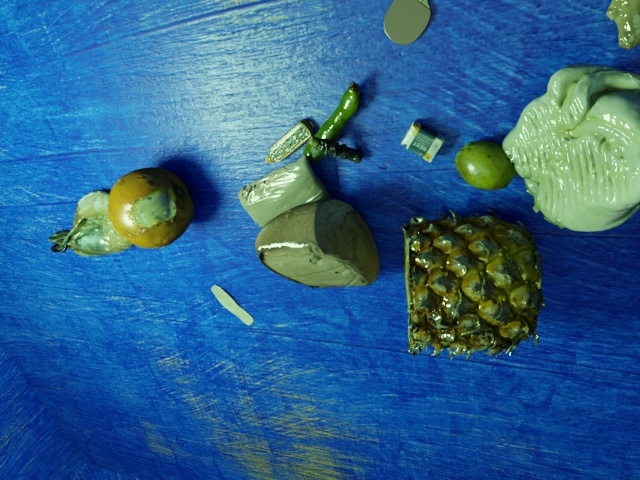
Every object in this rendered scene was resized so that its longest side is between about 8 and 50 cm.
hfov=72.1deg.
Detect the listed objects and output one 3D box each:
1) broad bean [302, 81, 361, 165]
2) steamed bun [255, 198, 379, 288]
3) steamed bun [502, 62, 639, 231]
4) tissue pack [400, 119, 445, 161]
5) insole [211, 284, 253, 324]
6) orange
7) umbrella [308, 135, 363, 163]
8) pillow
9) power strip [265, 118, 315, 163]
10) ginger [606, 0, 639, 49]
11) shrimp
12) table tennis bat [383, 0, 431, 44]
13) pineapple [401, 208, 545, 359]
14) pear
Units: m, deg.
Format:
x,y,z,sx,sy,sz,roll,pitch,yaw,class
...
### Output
x,y,z,sx,sy,sz,roll,pitch,yaw,class
0.029,-0.273,1.058,0.256,0.052,0.052,-50,63,42,broad bean
0.000,0.000,1.149,0.251,0.199,0.301,-9,150,38,steamed bun
0.518,-0.175,0.814,0.268,0.207,0.280,57,156,21,steamed bun
0.234,-0.227,1.007,0.083,0.042,0.062,31,125,2,tissue pack
-0.312,0.229,1.551,0.192,0.010,0.063,45,126,-8,insole
-0.487,-0.095,1.275,0.239,0.240,0.240,11,124,16,orange
0.037,-0.219,1.058,0.143,0.040,0.037,13,170,-27,umbrella
-0.095,-0.117,1.193,0.270,0.067,0.173,-20,129,31,pillow
-0.085,-0.248,1.138,0.178,0.028,0.049,-31,106,35,power strip
0.559,-0.453,0.714,0.149,0.065,0.259,-1,118,21,ginger
-0.804,-0.041,1.536,0.445,0.110,0.221,-15,108,26,shrimp
0.190,-0.474,0.888,0.087,0.013,0.156,36,129,1,table tennis bat
0.332,0.103,1.002,0.300,0.352,0.353,2,122,13,pineapple
0.357,-0.162,0.955,0.131,0.107,0.107,24,127,2,pear
